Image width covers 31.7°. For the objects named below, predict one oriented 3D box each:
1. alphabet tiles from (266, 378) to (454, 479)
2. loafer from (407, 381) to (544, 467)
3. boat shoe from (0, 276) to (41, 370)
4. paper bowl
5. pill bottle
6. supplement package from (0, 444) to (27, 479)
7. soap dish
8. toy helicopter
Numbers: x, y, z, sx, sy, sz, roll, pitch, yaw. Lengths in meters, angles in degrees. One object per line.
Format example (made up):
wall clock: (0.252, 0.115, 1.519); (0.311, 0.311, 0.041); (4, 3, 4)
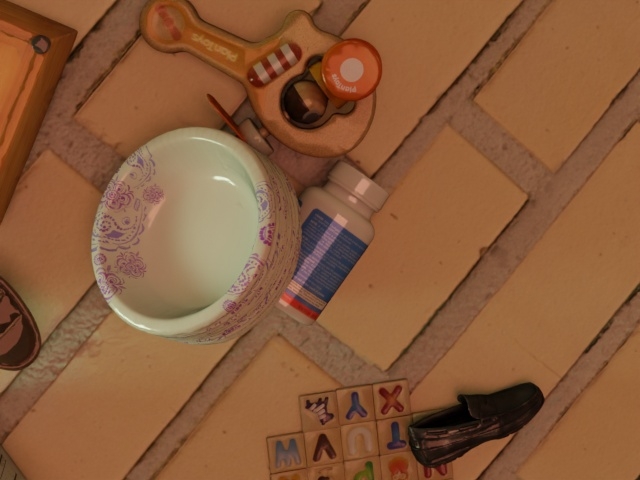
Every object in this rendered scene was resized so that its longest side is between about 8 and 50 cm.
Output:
alphabet tiles: (0.068, 0.389, 1.735); (0.285, 0.011, 0.342); (-8, 100, -10)
loafer: (0.236, 0.267, 1.709); (0.223, 0.076, 0.078); (-24, 112, -10)
boat shoe: (-0.508, 0.060, 1.533); (0.307, 0.104, 0.110); (42, 80, -12)
paper bowl: (-0.155, 0.000, 1.524); (0.284, 0.148, 0.284); (-8, 72, 26)
pill bottle: (0.000, 0.000, 1.607); (0.124, 0.124, 0.221); (35, 91, -14)
supplement package: (-0.488, 0.362, 1.562); (0.139, 0.134, 0.244); (-32, 103, -4)
soap dish: (-0.482, -0.190, 1.490); (0.229, 0.118, 0.290); (22, 93, -13)
toy helicopter: (-0.095, -0.225, 1.574); (0.355, 0.140, 0.235); (26, 102, -3)
